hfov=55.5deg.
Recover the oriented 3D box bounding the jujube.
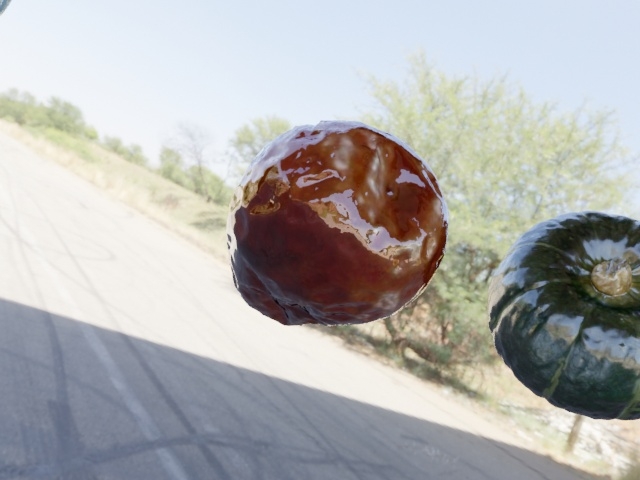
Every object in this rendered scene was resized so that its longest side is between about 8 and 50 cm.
[{"bbox_3d":[0.000,0.000,0.570,0.189,0.190,0.255,23,-35,-15],"label":"jujube"}]

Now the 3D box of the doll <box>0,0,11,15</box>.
[{"bbox_3d":[-0.365,-0.191,0.564,0.075,0.179,0.120,41,20,-20],"label":"doll"}]

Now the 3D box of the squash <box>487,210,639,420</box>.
[{"bbox_3d":[0.326,0.081,0.708,0.252,0.252,0.165,23,-28,23],"label":"squash"}]
